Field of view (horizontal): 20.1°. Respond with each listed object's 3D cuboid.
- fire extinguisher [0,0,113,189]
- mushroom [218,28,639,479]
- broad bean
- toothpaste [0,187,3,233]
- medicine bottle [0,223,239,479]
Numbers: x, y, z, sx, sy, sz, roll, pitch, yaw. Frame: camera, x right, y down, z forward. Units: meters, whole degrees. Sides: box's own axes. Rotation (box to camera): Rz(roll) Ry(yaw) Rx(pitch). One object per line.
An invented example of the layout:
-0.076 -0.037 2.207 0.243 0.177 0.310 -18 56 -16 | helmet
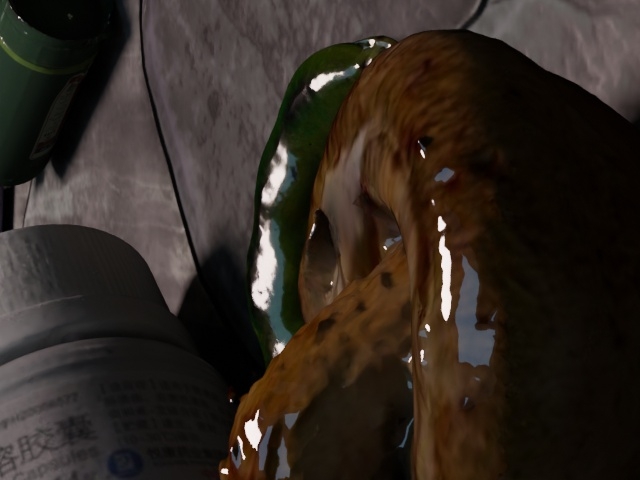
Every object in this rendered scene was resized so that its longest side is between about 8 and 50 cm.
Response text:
-0.254 -0.117 1.526 0.294 0.093 0.118 125 159 -51 | fire extinguisher
0.067 0.054 0.825 0.283 0.195 0.263 -64 29 18 | mushroom
0.000 0.000 1.100 0.144 0.049 0.292 44 131 50 | broad bean
-0.332 -0.133 1.691 0.125 0.080 0.371 38 132 54 | toothpaste
-0.165 0.163 1.227 0.306 0.245 0.245 63 145 39 | medicine bottle
